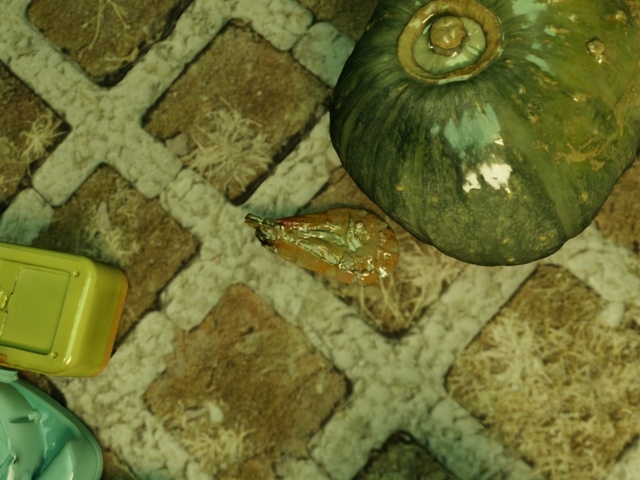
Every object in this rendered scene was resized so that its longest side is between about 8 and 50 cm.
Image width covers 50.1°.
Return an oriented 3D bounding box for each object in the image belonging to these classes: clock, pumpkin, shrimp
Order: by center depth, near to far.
[{"bbox_3d":[0.179,-0.143,0.674,0.327,0.257,0.291,-47,62,5],"label":"pumpkin"},{"bbox_3d":[-0.405,0.254,0.775,0.274,0.094,0.223,35,85,14],"label":"clock"},{"bbox_3d":[0.000,0.000,0.789,0.184,0.043,0.091,10,73,5],"label":"shrimp"},{"bbox_3d":[-0.342,0.077,0.801,0.202,0.096,0.143,10,82,13],"label":"clock"}]
